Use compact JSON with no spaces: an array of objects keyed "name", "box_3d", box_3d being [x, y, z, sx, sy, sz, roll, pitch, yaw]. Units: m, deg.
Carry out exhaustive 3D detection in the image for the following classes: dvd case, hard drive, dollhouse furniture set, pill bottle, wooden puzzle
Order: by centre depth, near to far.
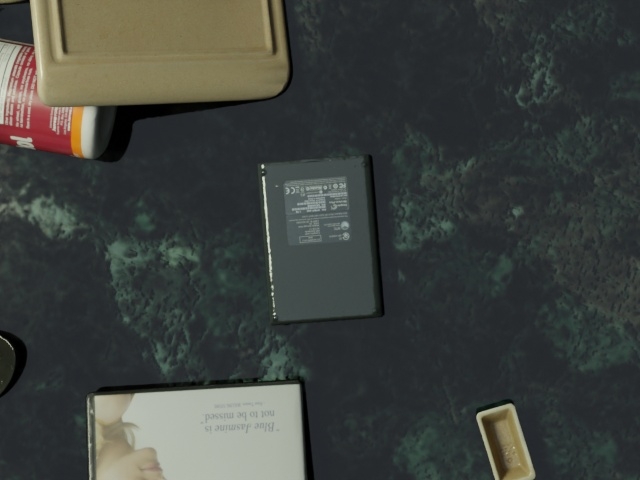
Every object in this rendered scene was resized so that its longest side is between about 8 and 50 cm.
[{"name":"wooden puzzle","box_3d":[-0.135,-0.228,1.413,0.221,0.044,0.238,-5,92,-30]},{"name":"dollhouse furniture set","box_3d":[0.137,0.197,1.419,0.091,0.081,0.114,-17,89,4]},{"name":"dvd case","box_3d":[-0.098,0.243,1.435,0.180,0.022,0.253,-4,77,1]},{"name":"pill bottle","box_3d":[-0.247,-0.120,1.443,0.152,0.086,0.086,10,91,5]},{"name":"hard drive","box_3d":[0.000,0.000,1.457,0.094,0.022,0.135,-4,90,4]}]

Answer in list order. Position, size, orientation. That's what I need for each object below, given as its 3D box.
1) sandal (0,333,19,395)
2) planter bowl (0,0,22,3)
[{"name":"sandal","box_3d":[-0.340,0.113,1.474,0.179,0.040,0.067,-6,90,4]},{"name":"planter bowl","box_3d":[-0.270,-0.279,1.432,0.162,0.109,0.162,0,91,3]}]
